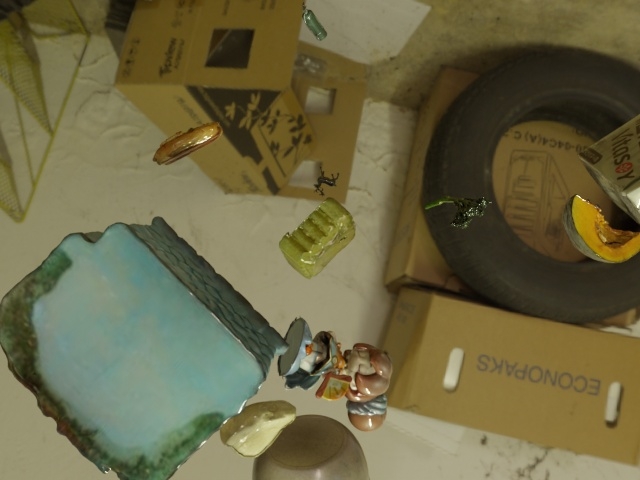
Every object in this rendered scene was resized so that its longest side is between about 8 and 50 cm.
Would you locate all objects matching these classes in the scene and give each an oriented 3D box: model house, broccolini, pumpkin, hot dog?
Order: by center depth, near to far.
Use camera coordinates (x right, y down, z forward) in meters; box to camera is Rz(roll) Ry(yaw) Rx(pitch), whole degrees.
[{"bbox_3d":[-0.259,0.143,0.909,0.360,0.297,0.339,43,-169,2],"label":"model house"},{"bbox_3d":[0.831,0.008,1.633,0.312,0.169,0.148,24,157,-11],"label":"pumpkin"},{"bbox_3d":[0.411,-0.089,1.711,0.062,0.123,0.271,58,160,-19],"label":"broccolini"},{"bbox_3d":[-0.439,-0.320,1.754,0.250,0.076,0.104,-25,-175,4],"label":"hot dog"}]

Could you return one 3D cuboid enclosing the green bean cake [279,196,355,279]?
[{"bbox_3d":[0.000,0.000,1.689,0.124,0.236,0.233,43,172,15],"label":"green bean cake"}]

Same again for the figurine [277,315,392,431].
[{"bbox_3d":[0.061,0.415,1.700,0.388,0.276,0.248,21,132,-18],"label":"figurine"}]

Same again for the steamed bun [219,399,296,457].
[{"bbox_3d":[-0.209,0.549,1.623,0.212,0.231,0.110,29,-162,-49],"label":"steamed bun"}]

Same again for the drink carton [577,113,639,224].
[{"bbox_3d":[0.672,-0.149,1.076,0.194,0.324,0.132,-37,102,21],"label":"drink carton"}]

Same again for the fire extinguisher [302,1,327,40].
[{"bbox_3d":[-0.017,-0.448,1.109,0.025,0.038,0.083,-4,153,31],"label":"fire extinguisher"}]

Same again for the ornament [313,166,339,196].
[{"bbox_3d":[0.017,-0.187,1.760,0.073,0.125,0.028,20,137,-6],"label":"ornament"}]

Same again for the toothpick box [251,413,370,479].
[{"bbox_3d":[-0.022,0.856,1.832,0.409,0.425,0.409,-5,-162,2],"label":"toothpick box"}]
